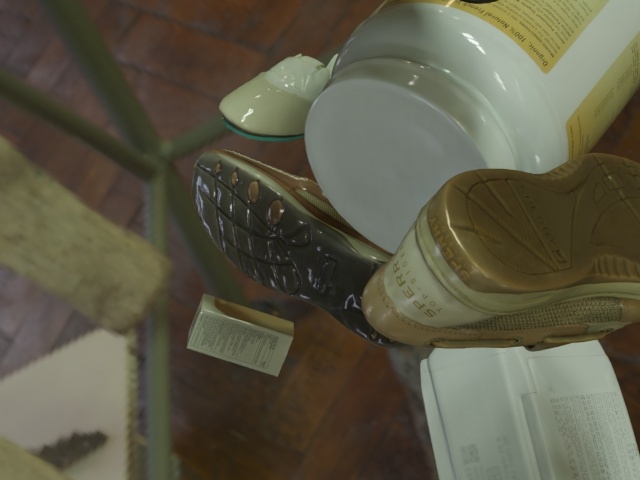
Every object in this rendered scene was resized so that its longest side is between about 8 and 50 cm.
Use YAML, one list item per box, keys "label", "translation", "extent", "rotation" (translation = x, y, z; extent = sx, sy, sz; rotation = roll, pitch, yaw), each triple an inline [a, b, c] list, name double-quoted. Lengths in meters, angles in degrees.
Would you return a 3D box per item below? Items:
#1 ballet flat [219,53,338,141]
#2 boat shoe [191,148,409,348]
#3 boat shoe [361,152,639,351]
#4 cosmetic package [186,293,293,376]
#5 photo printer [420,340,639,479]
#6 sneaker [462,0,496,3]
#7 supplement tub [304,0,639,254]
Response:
- label: "ballet flat"
  translation: [-0.007, -0.146, 1.553]
  extent: [0.086, 0.248, 0.086]
  rotation: [3, 96, 32]
- label: "boat shoe"
  translation: [0.000, 0.000, 1.750]
  extent: [0.324, 0.116, 0.123]
  rotation: [36, 125, 14]
- label: "boat shoe"
  translation: [0.163, 0.015, 1.109]
  extent: [0.110, 0.341, 0.121]
  rotation: [-43, 60, 35]
- label: "cosmetic package"
  translation: [-0.094, 0.111, 1.862]
  extent: [0.041, 0.115, 0.060]
  rotation: [-91, 22, -66]
- label: "photo printer"
  translation: [0.208, 0.206, 1.425]
  extent: [0.107, 0.307, 0.256]
  rotation: [-17, 80, 24]
- label: "sneaker"
  translation: [0.069, -0.323, 1.123]
  extent: [0.124, 0.178, 0.295]
  rotation: [-25, 60, 8]
- label: "supplement tub"
  translation: [0.149, -0.147, 1.420]
  extent: [0.228, 0.228, 0.316]
  rotation: [0, 36, 42]
